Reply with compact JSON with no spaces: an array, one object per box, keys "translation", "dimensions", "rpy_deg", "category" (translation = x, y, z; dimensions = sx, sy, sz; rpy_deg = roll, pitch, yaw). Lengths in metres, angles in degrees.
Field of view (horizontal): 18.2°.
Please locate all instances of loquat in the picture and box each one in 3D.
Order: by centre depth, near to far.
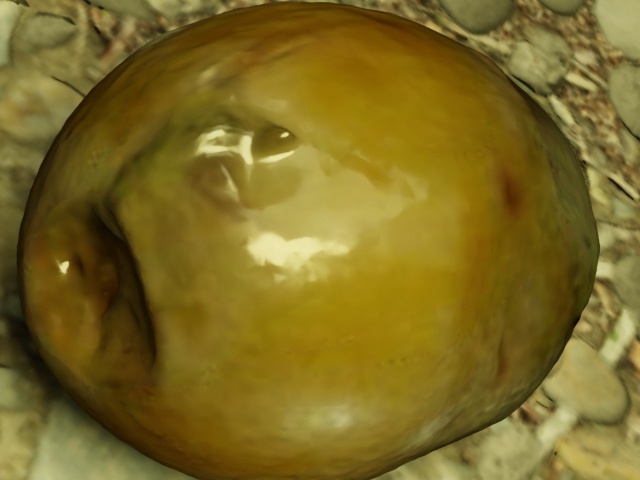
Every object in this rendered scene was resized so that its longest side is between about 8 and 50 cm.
[{"translation":[0.000,0.000,0.737],"dimensions":[0.227,0.179,0.179],"rpy_deg":[-12,64,-42],"category":"loquat"}]
